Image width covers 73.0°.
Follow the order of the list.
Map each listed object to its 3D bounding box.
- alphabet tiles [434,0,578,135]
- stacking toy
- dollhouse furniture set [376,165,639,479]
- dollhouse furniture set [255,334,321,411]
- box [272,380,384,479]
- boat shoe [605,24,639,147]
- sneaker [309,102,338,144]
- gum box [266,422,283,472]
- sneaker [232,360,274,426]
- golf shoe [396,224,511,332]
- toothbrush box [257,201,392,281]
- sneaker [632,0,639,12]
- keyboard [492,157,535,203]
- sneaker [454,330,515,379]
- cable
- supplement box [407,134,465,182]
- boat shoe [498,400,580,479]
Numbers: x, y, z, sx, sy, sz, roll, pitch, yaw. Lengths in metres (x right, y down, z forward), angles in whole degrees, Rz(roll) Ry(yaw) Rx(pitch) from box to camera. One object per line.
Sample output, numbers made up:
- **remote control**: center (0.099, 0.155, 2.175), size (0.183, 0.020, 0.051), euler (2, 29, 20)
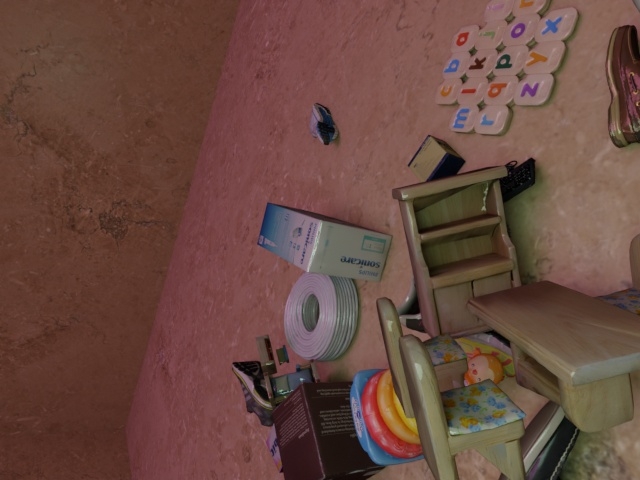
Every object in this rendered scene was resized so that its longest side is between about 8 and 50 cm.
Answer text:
- **alphabet tiles**: center (0.351, -0.350, 0.855), size (0.278, 0.021, 0.284), euler (27, 104, 56)
- **stacking toy**: center (0.196, 0.268, 0.748), size (0.302, 0.165, 0.175), euler (-49, 42, 45)
- **dollhouse furniture set**: center (0.243, 0.043, 0.551), size (0.394, 0.361, 0.257), euler (-117, 14, -82)
- **dollhouse furniture set**: center (-0.085, 0.317, 1.107), size (0.129, 0.129, 0.184), euler (90, 163, -53)
- **box**: center (0.011, 0.454, 0.996), size (0.167, 0.168, 0.203), euler (-52, 41, 35)
- **boat shoe**: center (0.455, -0.226, 0.623), size (0.060, 0.064, 0.178), euler (-5, 82, 51)
- **sneaker**: center (0.002, -0.347, 1.360), size (0.191, 0.071, 0.083), euler (-100, 31, -43)
- **gum box**: center (-0.079, 0.533, 1.209), size (0.107, 0.062, 0.189), euler (43, 116, 53)
- **sneaker**: center (-0.219, 0.486, 1.404), size (0.300, 0.111, 0.121), euler (26, 106, 59)
- **golf shoe**: center (0.245, 0.070, 0.803), size (0.273, 0.120, 0.105), euler (-62, 34, 22)
- **toothbrush box**: center (0.000, 0.000, 1.109), size (0.295, 0.216, 0.126), euler (24, 101, 58)
- **sneaker**: center (0.441, -0.360, 0.537), size (0.111, 0.129, 0.297), euler (-39, 13, 50)
- **keyboard**: center (0.302, -0.090, 0.798), size (0.192, 0.038, 0.100), euler (-40, 18, 44)
- **sneaker**: center (0.304, 0.201, 0.719), size (0.208, 0.081, 0.094), euler (17, 103, 63)
- **cable**: center (-0.004, 0.195, 1.171), size (0.257, 0.089, 0.257), euler (17, 95, 58)
- **supplement box**: center (0.246, -0.165, 0.926), size (0.083, 0.056, 0.083), euler (-58, 38, 29)
- **boat shoe**: center (0.307, 0.388, 0.621), size (0.113, 0.127, 0.340), euler (29, 98, 26)
